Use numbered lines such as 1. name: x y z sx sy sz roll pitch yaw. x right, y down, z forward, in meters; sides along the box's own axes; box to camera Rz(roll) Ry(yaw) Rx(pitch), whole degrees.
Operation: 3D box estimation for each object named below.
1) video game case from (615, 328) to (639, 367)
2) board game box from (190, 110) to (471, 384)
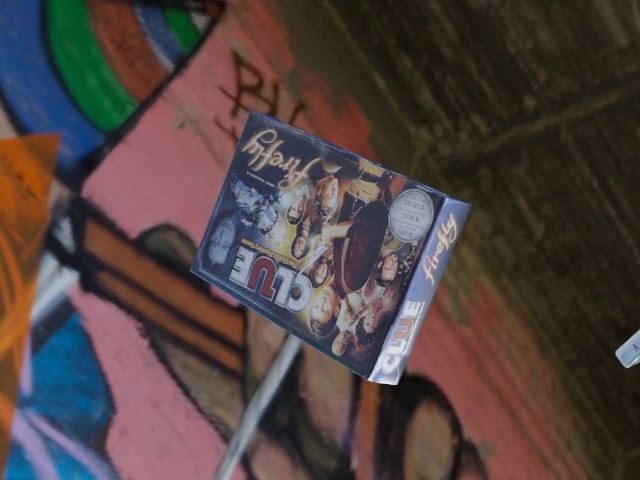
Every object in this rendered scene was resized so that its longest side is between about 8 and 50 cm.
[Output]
1. video game case: 0.393 0.038 1.104 0.023 0.201 0.183 58 -31 20
2. board game box: 0.000 0.000 1.035 0.243 0.042 0.165 27 -81 40
